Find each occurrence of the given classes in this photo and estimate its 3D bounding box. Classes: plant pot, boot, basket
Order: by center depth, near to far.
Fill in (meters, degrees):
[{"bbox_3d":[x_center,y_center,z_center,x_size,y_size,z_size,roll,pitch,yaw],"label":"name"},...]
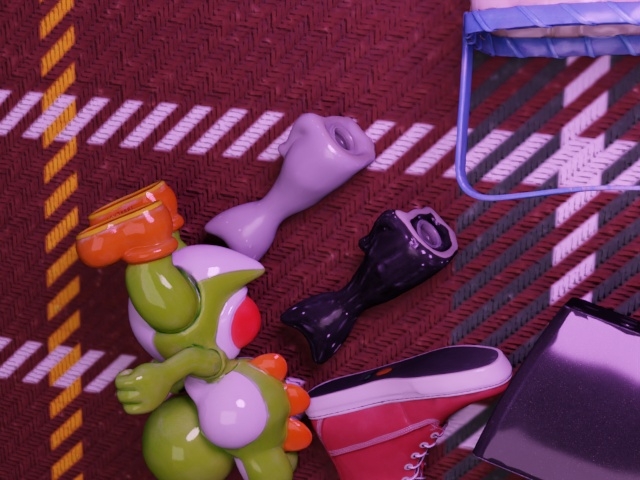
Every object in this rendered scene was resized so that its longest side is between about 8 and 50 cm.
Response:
[{"bbox_3d":[0.244,-0.183,1.298,0.255,0.201,0.289,-3,93,19],"label":"basket"},{"bbox_3d":[0.278,0.157,1.393,0.188,0.187,0.167,22,97,13],"label":"plant pot"},{"bbox_3d":[0.116,0.216,1.511,0.244,0.088,0.176,-18,98,30],"label":"boot"}]

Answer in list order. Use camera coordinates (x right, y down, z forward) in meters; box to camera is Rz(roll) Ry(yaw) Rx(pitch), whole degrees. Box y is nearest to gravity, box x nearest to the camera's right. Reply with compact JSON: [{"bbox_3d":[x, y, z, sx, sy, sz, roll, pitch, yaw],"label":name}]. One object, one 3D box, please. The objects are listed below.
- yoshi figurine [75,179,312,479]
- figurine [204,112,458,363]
[{"bbox_3d":[-0.161,0.134,1.522,0.203,0.203,0.362,-9,112,52],"label":"yoshi figurine"},{"bbox_3d":[0.000,0.000,1.497,0.215,0.092,0.209,49,117,3],"label":"figurine"}]
